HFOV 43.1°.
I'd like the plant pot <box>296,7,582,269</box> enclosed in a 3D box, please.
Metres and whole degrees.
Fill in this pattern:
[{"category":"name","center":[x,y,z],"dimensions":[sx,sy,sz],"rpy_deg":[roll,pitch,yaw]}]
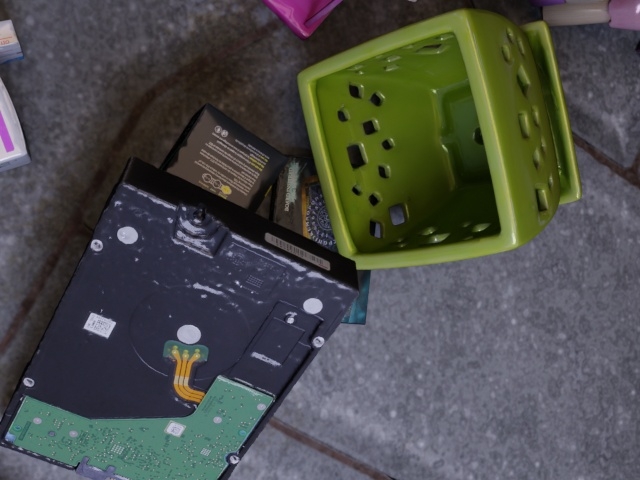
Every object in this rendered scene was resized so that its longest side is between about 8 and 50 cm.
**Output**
[{"category":"plant pot","center":[0.140,-0.108,0.860],"dimensions":[0.207,0.228,0.227],"rpy_deg":[-20,98,-46]}]

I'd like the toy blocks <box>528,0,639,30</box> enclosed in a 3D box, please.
[{"category":"toy blocks","center":[0.348,-0.384,0.841],"dimensions":[0.260,0.309,0.289],"rpy_deg":[4,92,26]}]

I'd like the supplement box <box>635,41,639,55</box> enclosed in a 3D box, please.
[{"category":"supplement box","center":[0.497,-0.250,0.991],"dimensions":[0.104,0.188,0.081],"rpy_deg":[32,83,-15]}]

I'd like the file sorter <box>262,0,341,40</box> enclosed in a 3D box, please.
[{"category":"file sorter","center":[0.025,-0.401,0.847],"dimensions":[0.202,0.182,0.291],"rpy_deg":[42,80,-14]}]

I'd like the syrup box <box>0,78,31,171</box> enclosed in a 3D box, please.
[{"category":"syrup box","center":[-0.407,-0.086,0.772],"dimensions":[0.236,0.093,0.096],"rpy_deg":[-19,97,-16]}]

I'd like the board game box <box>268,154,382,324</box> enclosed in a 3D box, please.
[{"category":"board game box","center":[0.000,0.000,0.934],"dimensions":[0.126,0.026,0.186],"rpy_deg":[6,90,-17]}]

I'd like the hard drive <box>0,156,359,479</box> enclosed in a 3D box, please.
[{"category":"hard drive","center":[-0.146,0.110,0.789],"dimensions":[0.236,0.064,0.339],"rpy_deg":[25,117,-15]}]

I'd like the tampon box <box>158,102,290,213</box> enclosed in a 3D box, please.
[{"category":"tampon box","center":[-0.126,-0.043,0.845],"dimensions":[0.101,0.120,0.161],"rpy_deg":[33,83,-15]}]

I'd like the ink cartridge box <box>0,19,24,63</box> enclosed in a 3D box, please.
[{"category":"ink cartridge box","center":[-0.323,-0.195,0.800],"dimensions":[0.048,0.083,0.028],"rpy_deg":[-18,97,-16]}]
